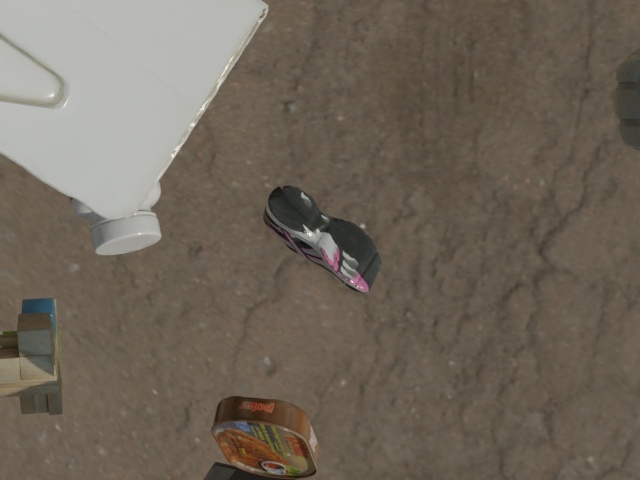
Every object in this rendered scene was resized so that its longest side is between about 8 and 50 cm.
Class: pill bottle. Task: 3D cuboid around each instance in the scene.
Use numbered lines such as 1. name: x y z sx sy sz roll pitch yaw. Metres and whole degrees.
1. pill bottle: -0.258 -0.082 1.391 0.112 0.112 0.186 -9 77 -26

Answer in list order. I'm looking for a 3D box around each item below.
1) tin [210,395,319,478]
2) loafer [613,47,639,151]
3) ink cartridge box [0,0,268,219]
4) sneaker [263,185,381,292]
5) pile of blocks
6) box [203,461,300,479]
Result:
1. tin: -0.058 0.220 1.255 0.189 0.106 0.040 78 23 -60
2. loafer: 0.336 -0.087 0.723 0.111 0.319 0.112 -16 112 -31
3. ink cartridge box: -0.259 -0.195 0.661 0.160 0.385 0.279 -57 144 -2
4. sneaker: 0.000 0.000 1.465 0.178 0.077 0.072 43 66 -3
5. pile of blocks: -0.430 0.152 1.602 0.113 0.362 0.149 -2 72 -11
6. box: -0.059 0.407 1.494 0.165 0.270 0.143 46 64 -25
